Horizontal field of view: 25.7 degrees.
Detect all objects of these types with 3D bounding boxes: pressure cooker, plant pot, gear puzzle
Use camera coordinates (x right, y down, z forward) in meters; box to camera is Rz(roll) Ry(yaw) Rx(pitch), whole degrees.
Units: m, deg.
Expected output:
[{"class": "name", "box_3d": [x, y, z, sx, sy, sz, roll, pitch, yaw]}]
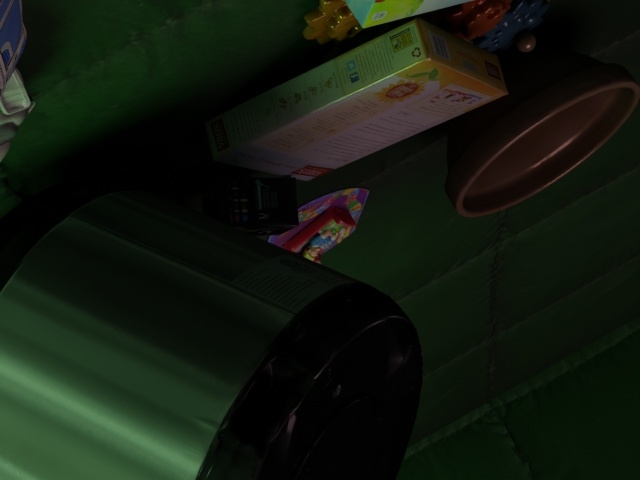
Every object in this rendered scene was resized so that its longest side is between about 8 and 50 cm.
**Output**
[{"class": "pressure cooker", "box_3d": [-0.160, 0.142, 1.268, 0.375, 0.420, 0.370, -62, 157, -13]}, {"class": "plant pot", "box_3d": [0.222, -0.137, 1.539, 0.237, 0.110, 0.237, -30, 163, -10]}, {"class": "gear puzzle", "box_3d": [0.104, -0.199, 1.332, 0.175, 0.044, 0.339, -41, 157, 25]}]

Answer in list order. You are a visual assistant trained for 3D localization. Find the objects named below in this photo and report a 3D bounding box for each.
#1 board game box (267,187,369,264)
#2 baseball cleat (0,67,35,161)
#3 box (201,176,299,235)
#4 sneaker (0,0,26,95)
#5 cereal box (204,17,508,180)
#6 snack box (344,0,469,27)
[{"class": "board game box", "box_3d": [0.000, 0.000, 1.670, 0.133, 0.033, 0.169, -22, 158, -21]}, {"class": "baseball cleat", "box_3d": [-0.286, -0.109, 1.000, 0.109, 0.072, 0.206, -52, 157, 11]}, {"class": "box", "box_3d": [-0.071, -0.034, 1.411, 0.083, 0.052, 0.062, -2, 172, -21]}, {"class": "sneaker", "box_3d": [-0.236, -0.108, 0.939, 0.081, 0.080, 0.211, -15, 125, -58]}, {"class": "cereal box", "box_3d": [0.034, -0.126, 1.322, 0.240, 0.047, 0.173, -22, 165, 27]}, {"class": "snack box", "box_3d": [0.128, -0.274, 1.159, 0.207, 0.070, 0.174, -20, 156, -30]}]
